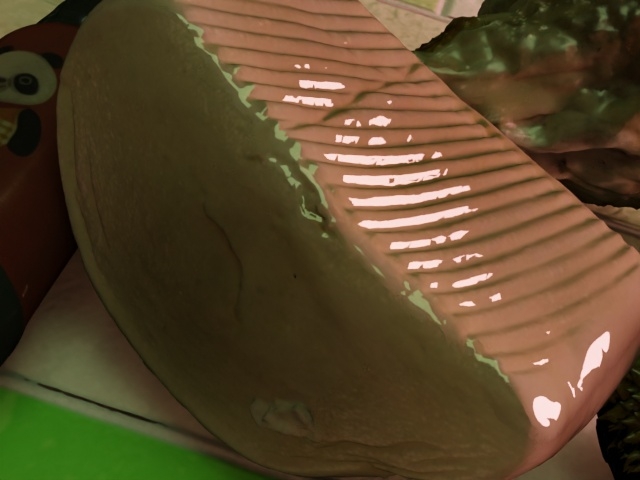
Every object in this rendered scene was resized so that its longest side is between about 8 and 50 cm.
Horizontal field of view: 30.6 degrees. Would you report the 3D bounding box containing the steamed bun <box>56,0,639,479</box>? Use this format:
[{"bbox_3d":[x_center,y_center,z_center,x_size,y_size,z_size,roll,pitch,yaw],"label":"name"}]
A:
[{"bbox_3d":[0.001,0.005,0.755,0.383,0.236,0.247,45,39,10],"label":"steamed bun"}]

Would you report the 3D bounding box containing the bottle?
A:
[{"bbox_3d":[-0.212,-0.059,0.822,0.144,0.144,0.336,20,42,3],"label":"bottle"}]

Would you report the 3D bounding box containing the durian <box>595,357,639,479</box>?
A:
[{"bbox_3d":[0.251,0.136,0.738,0.237,0.137,0.193,11,58,-63],"label":"durian"}]

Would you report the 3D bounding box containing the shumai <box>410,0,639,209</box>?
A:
[{"bbox_3d":[0.183,-0.105,0.926,0.272,0.222,0.203,0,24,46],"label":"shumai"}]
